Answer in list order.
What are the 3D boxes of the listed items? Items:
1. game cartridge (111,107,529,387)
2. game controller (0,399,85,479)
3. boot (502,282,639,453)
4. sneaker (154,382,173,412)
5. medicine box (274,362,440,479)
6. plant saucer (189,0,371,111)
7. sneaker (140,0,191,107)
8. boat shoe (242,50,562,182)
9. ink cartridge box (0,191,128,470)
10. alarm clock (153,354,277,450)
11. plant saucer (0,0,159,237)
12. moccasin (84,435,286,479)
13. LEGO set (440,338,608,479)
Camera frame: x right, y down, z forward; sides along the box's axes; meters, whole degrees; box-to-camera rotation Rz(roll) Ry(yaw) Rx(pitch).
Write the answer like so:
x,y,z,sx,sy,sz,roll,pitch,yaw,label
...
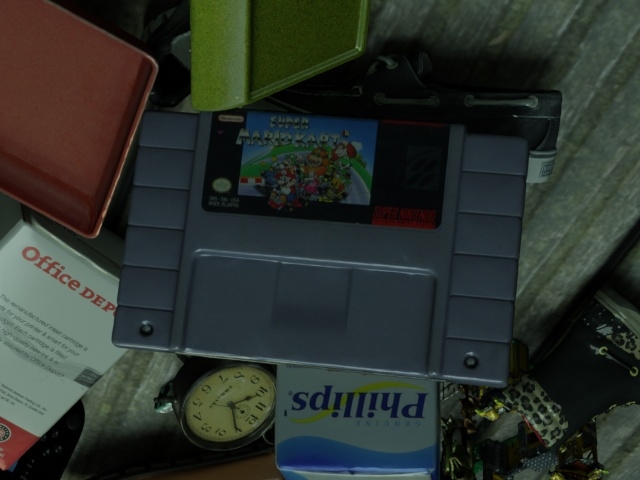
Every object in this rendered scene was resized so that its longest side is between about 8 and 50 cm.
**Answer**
x,y,z,sx,sy,sz,roll,pitch,yaw,label
0.000,0.000,1.303,0.355,0.230,0.068,5,175,10,game cartridge
-0.412,0.189,1.723,0.067,0.166,0.319,-14,137,37,game controller
0.324,0.179,1.650,0.178,0.085,0.236,-43,121,-1,boot
-0.154,0.198,1.804,0.069,0.038,0.098,34,131,-28,sneaker
0.045,0.111,1.448,0.149,0.289,0.263,-1,161,5,medicine box
-0.022,-0.200,1.264,0.188,0.045,0.188,-26,145,-24,plant saucer
-0.089,-0.198,1.306,0.078,0.106,0.234,27,133,-25,sneaker
0.077,-0.131,1.379,0.301,0.108,0.102,11,106,11,boat shoe
-0.331,0.088,1.579,0.273,0.114,0.197,-43,123,15,ink cartridge box
-0.101,0.194,1.753,0.129,0.064,0.192,-44,124,7,alarm clock
-0.287,-0.152,1.376,0.259,0.048,0.258,28,136,-1,plant saucer
-0.182,0.351,1.889,0.380,0.147,0.139,-12,178,9,moccasin
0.189,0.288,1.760,0.331,0.192,0.255,-26,130,29,LEGO set
